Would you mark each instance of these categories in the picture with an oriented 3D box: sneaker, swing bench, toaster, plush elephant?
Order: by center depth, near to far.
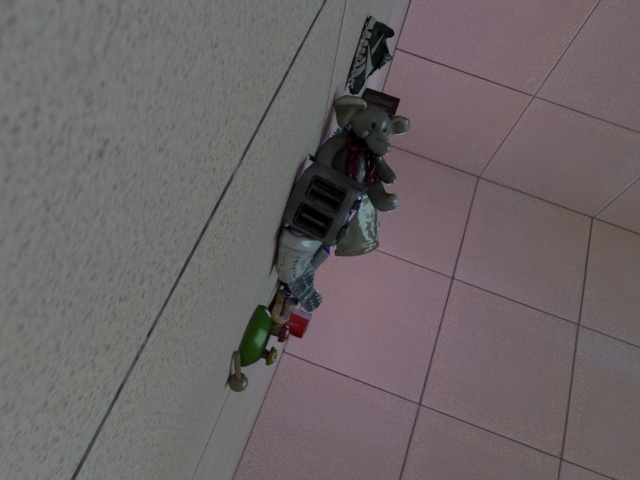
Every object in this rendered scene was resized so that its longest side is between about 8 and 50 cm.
[{"bbox_3d":[0.006,-0.100,1.348,0.168,0.186,0.110,-62,177,19],"label":"toaster"},{"bbox_3d":[-0.064,0.045,1.456,0.305,0.114,0.152,87,23,-82],"label":"sneaker"},{"bbox_3d":[0.129,-0.271,1.538,0.255,0.272,0.330,-54,-142,46],"label":"plush elephant"},{"bbox_3d":[0.155,-0.538,1.589,0.078,0.106,0.234,-62,172,-60],"label":"sneaker"},{"bbox_3d":[0.127,-0.115,1.803,0.254,0.165,0.253,-87,176,-60],"label":"swing bench"},{"bbox_3d":[-0.083,0.137,1.816,0.105,0.115,0.281,-36,140,-19],"label":"sneaker"},{"bbox_3d":[-0.140,0.240,1.831,0.083,0.084,0.215,-54,-179,23],"label":"sneaker"}]

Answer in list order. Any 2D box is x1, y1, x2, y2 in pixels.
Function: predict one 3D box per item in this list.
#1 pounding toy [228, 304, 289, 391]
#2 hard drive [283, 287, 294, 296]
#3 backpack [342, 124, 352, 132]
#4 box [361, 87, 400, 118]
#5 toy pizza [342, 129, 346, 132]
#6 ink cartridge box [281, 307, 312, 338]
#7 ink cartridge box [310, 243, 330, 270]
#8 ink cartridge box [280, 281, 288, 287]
[{"bbox_3d":[-0.161,0.300,1.479,0.237,0.110,0.183,-66,175,-51],"label":"pounding toy"},{"bbox_3d":[-0.070,0.096,2.165,0.339,0.064,0.237,-67,176,-51],"label":"hard drive"},{"bbox_3d":[0.140,-0.403,2.105,0.173,0.117,0.158,-6,115,-83],"label":"backpack"},{"bbox_3d":[0.247,-0.561,2.411,0.203,0.168,0.167,-65,173,-51],"label":"box"},{"bbox_3d":[0.053,-0.311,1.948,0.201,0.032,0.201,19,90,-86],"label":"toy pizza"},{"bbox_3d":[-0.116,0.334,2.205,0.231,0.134,0.078,4,107,-87],"label":"ink cartridge box"},{"bbox_3d":[0.000,0.000,1.932,0.224,0.045,0.223,-48,-157,38],"label":"ink cartridge box"},{"bbox_3d":[-0.117,0.137,1.905,0.115,0.029,0.063,39,71,-87],"label":"ink cartridge box"}]
